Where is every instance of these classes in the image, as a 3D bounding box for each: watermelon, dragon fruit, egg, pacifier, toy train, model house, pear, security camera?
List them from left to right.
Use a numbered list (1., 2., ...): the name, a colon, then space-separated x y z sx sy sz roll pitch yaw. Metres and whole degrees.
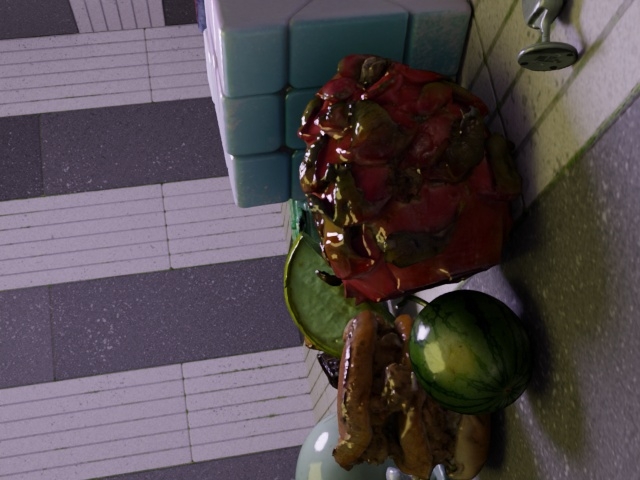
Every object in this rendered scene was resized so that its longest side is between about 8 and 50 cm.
1. toy train: 0.000 0.000 2.009 0.202 0.145 0.266 -120 24 -77
2. pear: 0.034 0.118 1.538 0.288 0.139 0.239 44 -167 0
3. egg: 0.059 0.430 1.395 0.203 0.202 0.283 -137 39 -77
4. model house: 0.077 0.305 1.788 0.152 0.165 0.106 -150 70 -78
5. dragon fruit: 0.092 -0.080 0.966 0.269 0.250 0.291 98 152 -81
6. pacifier: 0.162 0.373 1.311 0.127 0.116 0.150 88 170 -63
7. watermelon: 0.165 0.117 0.959 0.187 0.140 0.141 -126 27 -44
8. security camera: 0.211 -0.209 0.758 0.058 0.058 0.092 120 154 -77

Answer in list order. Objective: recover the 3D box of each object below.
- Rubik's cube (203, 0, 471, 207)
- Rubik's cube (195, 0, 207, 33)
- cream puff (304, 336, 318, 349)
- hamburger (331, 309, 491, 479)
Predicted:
1. Rubik's cube: 0.000 -0.277 1.172 0.316 0.321 0.319 95 165 -49
2. Rubik's cube: -0.115 -0.644 1.666 0.313 0.316 0.318 103 157 -65
3. cream puff: 0.069 0.161 1.700 0.183 0.183 0.169 129 153 -79
4. hamburger: 0.120 0.227 1.157 0.245 0.211 0.261 -101 11 -79
